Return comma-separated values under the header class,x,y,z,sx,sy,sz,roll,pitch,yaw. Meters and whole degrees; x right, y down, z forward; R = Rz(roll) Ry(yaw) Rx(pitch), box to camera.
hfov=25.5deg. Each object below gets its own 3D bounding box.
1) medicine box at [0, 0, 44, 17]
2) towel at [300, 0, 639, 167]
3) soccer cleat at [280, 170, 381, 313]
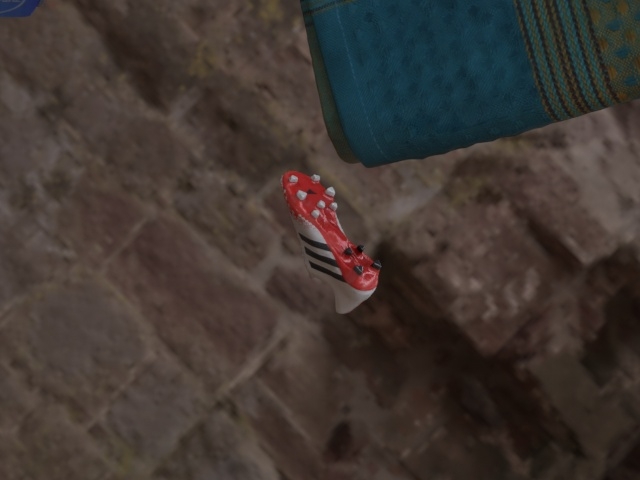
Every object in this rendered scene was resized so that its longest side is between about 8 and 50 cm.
class,x,y,z,sx,sy,sz,roll,pitch,yaw
medicine box,-0.298,-0.262,0.886,0.263,0.289,0.149,-39,-119,58
towel,0.142,-0.205,0.741,0.040,0.370,0.271,-10,87,-61
soccer cleat,0.000,0.000,0.723,0.029,0.035,0.083,-9,54,-43
